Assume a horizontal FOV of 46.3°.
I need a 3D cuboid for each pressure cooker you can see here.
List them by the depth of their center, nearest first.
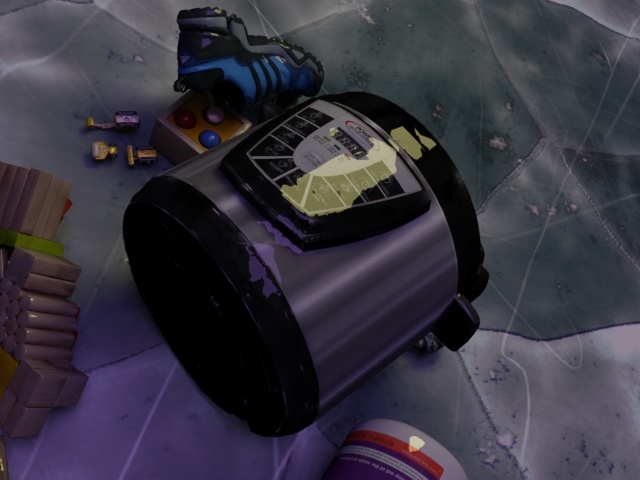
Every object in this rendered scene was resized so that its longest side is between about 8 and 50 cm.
[{"bbox_3d":[-0.002,0.002,1.000,0.420,0.375,0.369,-31,112,-29],"label":"pressure cooker"}]

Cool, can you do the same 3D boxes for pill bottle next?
[{"bbox_3d":[0.047,0.396,0.934,0.181,0.181,0.323,39,56,-1],"label":"pill bottle"}]

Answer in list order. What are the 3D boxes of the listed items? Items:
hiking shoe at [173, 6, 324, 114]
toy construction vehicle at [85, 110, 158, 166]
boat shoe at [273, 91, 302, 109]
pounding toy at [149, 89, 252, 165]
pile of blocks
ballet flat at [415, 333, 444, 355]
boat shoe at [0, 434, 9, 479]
[{"bbox_3d":[-0.114,-0.258,1.173,0.304,0.113,0.132,10,92,-50],"label":"hiking shoe"},{"bbox_3d":[-0.308,-0.154,1.159,0.098,0.035,0.085,-7,78,-24],"label":"toy construction vehicle"},{"bbox_3d":[-0.048,-0.273,1.320,0.042,0.049,0.133,26,52,0],"label":"boat shoe"},{"bbox_3d":[-0.186,-0.192,1.187,0.130,0.100,0.141,39,55,-1],"label":"pounding toy"},{"bbox_3d":[-0.380,0.073,0.979,0.113,0.149,0.362,27,54,-63],"label":"pile of blocks"},{"bbox_3d":[0.123,0.108,1.192,0.188,0.070,0.070,45,56,8],"label":"ballet flat"},{"bbox_3d":[-0.351,0.353,0.828,0.089,0.104,0.285,-19,71,-31],"label":"boat shoe"}]
